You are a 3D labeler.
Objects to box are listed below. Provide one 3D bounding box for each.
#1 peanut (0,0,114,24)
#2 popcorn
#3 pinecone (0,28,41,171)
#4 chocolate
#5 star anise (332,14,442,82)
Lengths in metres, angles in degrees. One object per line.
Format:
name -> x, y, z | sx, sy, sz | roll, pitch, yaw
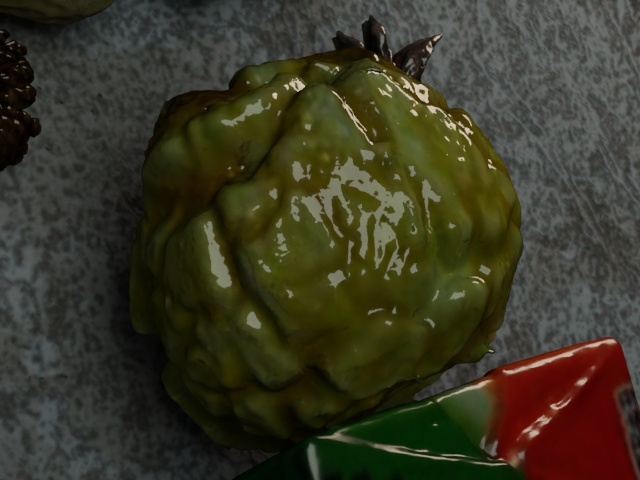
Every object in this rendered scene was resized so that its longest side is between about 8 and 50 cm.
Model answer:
peanut -> -0.236, -0.198, 1.379 | 0.214, 0.090, 0.099 | 1, 36, -27
popcorn -> 0.009, 0.005, 1.357 | 0.282, 0.282, 0.247 | -8, 66, -29
pinecone -> -0.233, -0.095, 1.355 | 0.102, 0.102, 0.109 | 35, 52, -15
chocolate -> 0.105, 0.278, 1.339 | 0.341, 0.161, 0.360 | -13, 86, -46
star anise -> 0.036, -0.115, 1.521 | 0.129, 0.056, 0.124 | 9, 73, -26
